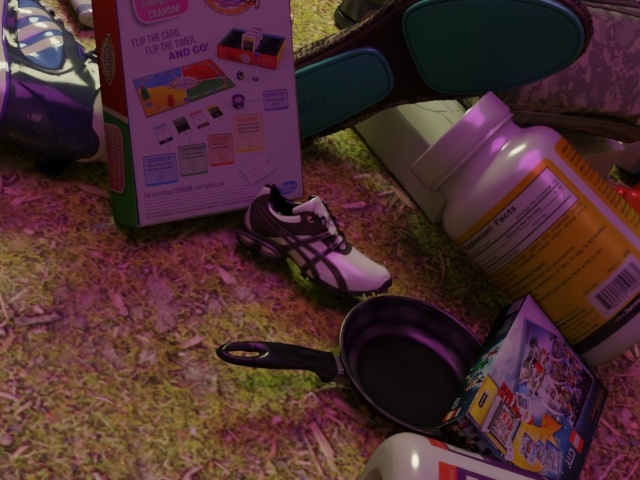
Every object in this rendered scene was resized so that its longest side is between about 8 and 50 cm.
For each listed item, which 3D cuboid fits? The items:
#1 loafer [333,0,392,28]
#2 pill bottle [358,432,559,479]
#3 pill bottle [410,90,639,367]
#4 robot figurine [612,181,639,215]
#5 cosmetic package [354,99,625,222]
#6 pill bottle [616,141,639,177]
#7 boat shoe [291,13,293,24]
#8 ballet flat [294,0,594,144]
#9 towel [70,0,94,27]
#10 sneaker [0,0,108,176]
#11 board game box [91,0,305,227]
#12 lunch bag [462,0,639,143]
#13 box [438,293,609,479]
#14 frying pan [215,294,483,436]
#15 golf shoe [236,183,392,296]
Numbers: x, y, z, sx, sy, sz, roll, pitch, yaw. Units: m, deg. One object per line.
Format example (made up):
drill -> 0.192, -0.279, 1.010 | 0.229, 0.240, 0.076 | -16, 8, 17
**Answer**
loafer -> 0.127, -0.436, 1.723 | 0.096, 0.084, 0.267 | 38, 41, 15
pill bottle -> 0.185, 0.302, 0.874 | 0.322, 0.181, 0.181 | 19, 40, -7
pill bottle -> 0.276, -0.019, 1.212 | 0.334, 0.188, 0.188 | 47, 42, 3
robot figurine -> 0.528, -0.015, 1.436 | 0.219, 0.158, 0.128 | 15, 58, -12
cosmetic package -> 0.245, -0.181, 1.501 | 0.377, 0.097, 0.284 | -12, 55, -36
pill bottle -> 0.629, -0.128, 1.598 | 0.264, 0.146, 0.146 | 31, 40, 6
boat shoe -> -0.102, -0.369, 1.537 | 0.170, 0.059, 0.063 | -1, 45, -45
ballet flat -> 0.114, -0.259, 1.300 | 0.482, 0.164, 0.182 | -15, 31, 22
towel -> -0.314, -0.417, 1.516 | 0.209, 0.034, 0.285 | -6, 48, -32
sneaker -> -0.323, -0.216, 1.235 | 0.236, 0.130, 0.323 | 12, 37, -28
board game box -> -0.141, -0.190, 1.161 | 0.242, 0.317, 0.064 | -11, 13, -36
lunch bag -> 0.347, -0.272, 1.430 | 0.305, 0.212, 0.256 | 3, 62, -24
box -> 0.234, 0.187, 1.086 | 0.159, 0.044, 0.233 | 50, 40, -7
frying pan -> 0.061, 0.158, 1.066 | 0.326, 0.053, 0.197 | -16, 55, -38
golf shoe -> 0.000, 0.000, 1.158 | 0.198, 0.094, 0.077 | 22, 23, 4
